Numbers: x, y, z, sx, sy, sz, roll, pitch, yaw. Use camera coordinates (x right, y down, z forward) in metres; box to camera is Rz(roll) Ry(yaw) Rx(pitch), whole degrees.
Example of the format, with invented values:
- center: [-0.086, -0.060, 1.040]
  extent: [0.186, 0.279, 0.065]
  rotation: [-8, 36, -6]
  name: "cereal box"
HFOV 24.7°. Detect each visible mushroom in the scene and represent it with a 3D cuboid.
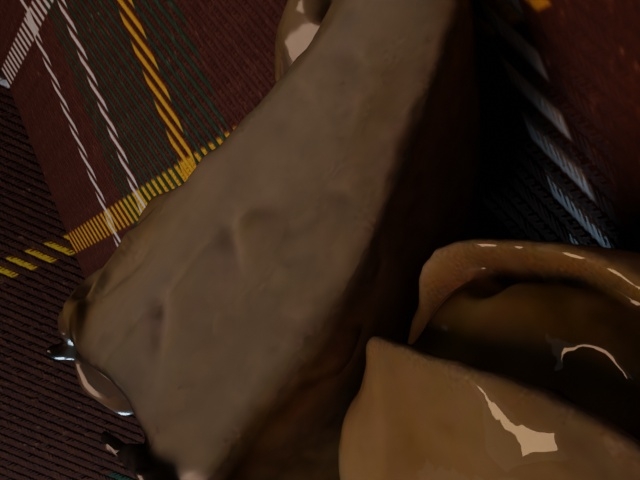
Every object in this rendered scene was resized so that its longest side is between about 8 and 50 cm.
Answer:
- center: [0.031, -0.002, 1.044]
  extent: [0.224, 0.397, 0.313]
  rotation: [32, -178, 39]
  name: "mushroom"

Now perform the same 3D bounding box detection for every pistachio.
- center: [0.136, 0.109, 0.865]
  extent: [0.238, 0.229, 0.321]
  rotation: [37, 160, -11]
  name: "pistachio"
